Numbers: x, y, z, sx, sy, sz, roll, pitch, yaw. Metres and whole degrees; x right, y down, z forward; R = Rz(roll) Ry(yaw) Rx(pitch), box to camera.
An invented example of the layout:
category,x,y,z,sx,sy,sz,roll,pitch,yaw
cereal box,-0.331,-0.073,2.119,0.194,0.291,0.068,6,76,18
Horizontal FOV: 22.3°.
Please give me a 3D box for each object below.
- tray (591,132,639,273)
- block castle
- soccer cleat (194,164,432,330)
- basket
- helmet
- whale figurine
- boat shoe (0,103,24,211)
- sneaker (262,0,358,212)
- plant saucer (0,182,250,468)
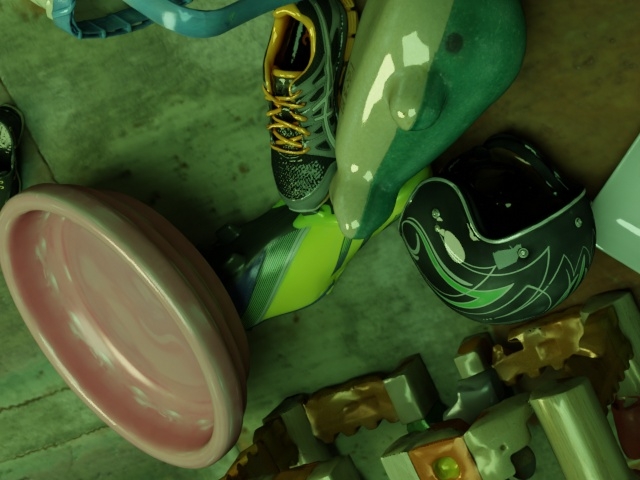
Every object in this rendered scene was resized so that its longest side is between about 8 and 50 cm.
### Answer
category,x,y,z,sx,sy,sz,roll,pitch,yaw
tray,0.360,-0.076,1.470,0.145,0.030,0.270,32,120,1
block castle,0.123,0.242,1.544,0.453,0.303,0.213,-21,100,25
soccer cleat,-0.001,-0.001,1.607,0.289,0.093,0.121,-30,132,23
basket,-0.136,-0.273,1.422,0.289,0.255,0.201,28,122,26
helmet,0.169,-0.002,1.491,0.161,0.169,0.169,43,121,16
whale figurine,0.092,-0.127,1.440,0.141,0.216,0.272,17,103,-9
boat shoe,-0.339,-0.076,1.694,0.049,0.042,0.133,17,120,8
sneaker,-0.021,-0.132,1.512,0.084,0.083,0.215,8,102,31
plant saucer,-0.187,0.075,1.626,0.332,0.084,0.332,32,144,27
